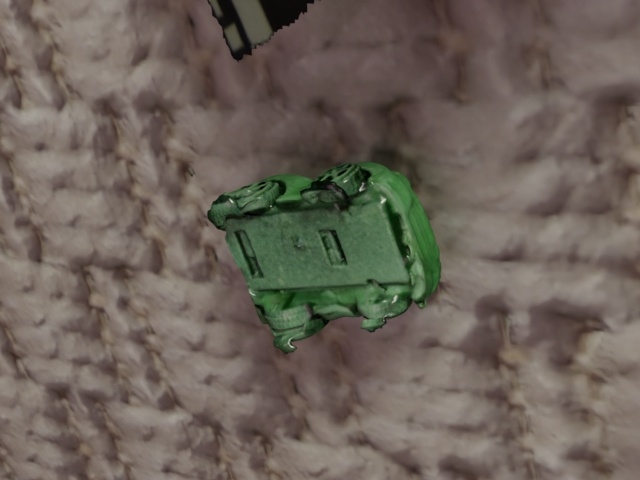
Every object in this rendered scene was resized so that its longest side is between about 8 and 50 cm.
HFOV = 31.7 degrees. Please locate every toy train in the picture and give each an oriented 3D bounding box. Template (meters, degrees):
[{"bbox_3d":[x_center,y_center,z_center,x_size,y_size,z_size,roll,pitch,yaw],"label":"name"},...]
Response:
[{"bbox_3d":[0.000,0.000,0.633,0.149,0.081,0.099,-11,110,36],"label":"toy train"}]

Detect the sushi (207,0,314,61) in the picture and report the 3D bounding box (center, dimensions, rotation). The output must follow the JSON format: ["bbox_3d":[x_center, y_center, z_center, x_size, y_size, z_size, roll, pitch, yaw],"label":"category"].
[{"bbox_3d":[-0.013,-0.297,0.437,0.296,0.100,0.373,-19,98,59],"label":"sushi"}]
